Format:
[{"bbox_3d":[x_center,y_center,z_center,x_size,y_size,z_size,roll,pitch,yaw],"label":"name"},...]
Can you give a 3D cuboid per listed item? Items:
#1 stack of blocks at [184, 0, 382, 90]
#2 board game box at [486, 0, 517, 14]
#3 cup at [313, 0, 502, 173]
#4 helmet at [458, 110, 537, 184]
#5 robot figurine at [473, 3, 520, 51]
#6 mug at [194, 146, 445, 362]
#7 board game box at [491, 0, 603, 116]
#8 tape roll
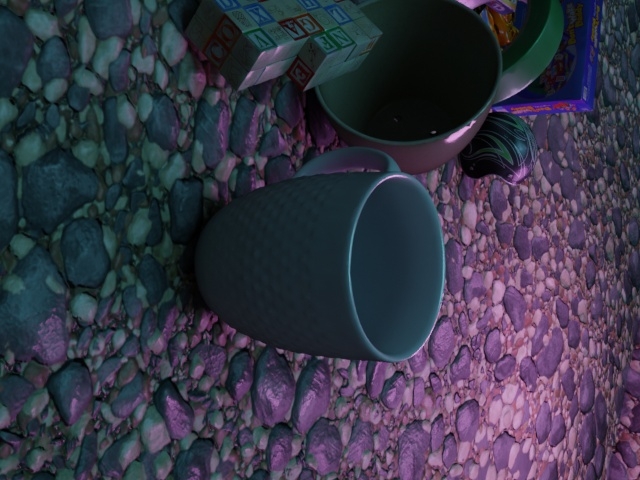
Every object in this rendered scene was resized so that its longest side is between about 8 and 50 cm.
[{"bbox_3d":[-0.052,-0.332,1.560,0.171,0.087,0.297,48,40,9],"label":"stack of blocks"},{"bbox_3d":[0.344,-0.618,2.098,0.243,0.042,0.165,24,74,-35],"label":"board game box"},{"bbox_3d":[0.162,-0.251,1.781,0.237,0.331,0.331,75,31,-61],"label":"cup"},{"bbox_3d":[0.413,-0.210,2.216,0.169,0.161,0.169,-1,91,-54],"label":"helmet"},{"bbox_3d":[0.380,-0.560,2.233,0.211,0.085,0.291,-50,129,-41],"label":"robot figurine"},{"bbox_3d":[0.000,0.000,1.504,0.276,0.328,0.374,54,48,-40],"label":"mug"},{"bbox_3d":[0.548,-0.480,2.341,0.078,0.233,0.347,23,72,-52],"label":"board game box"},{"bbox_3d":[0.324,-0.419,1.955,0.077,0.321,0.321,40,59,-46],"label":"tape roll"}]
